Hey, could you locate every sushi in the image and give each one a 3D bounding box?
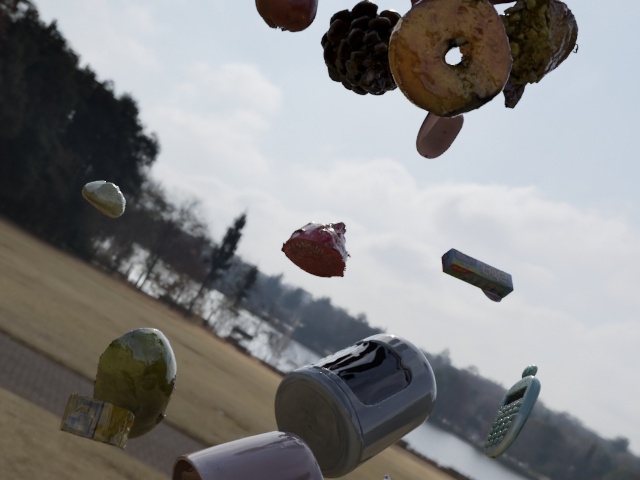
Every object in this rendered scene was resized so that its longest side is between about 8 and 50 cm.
[{"bbox_3d":[0.469,-0.444,1.932,0.167,0.179,0.296,54,-22,8],"label":"sushi"}]

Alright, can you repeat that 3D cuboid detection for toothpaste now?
[{"bbox_3d":[0.381,0.088,2.057,0.193,0.070,0.044,23,-45,-23],"label":"toothpaste"}]

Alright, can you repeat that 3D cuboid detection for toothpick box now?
[{"bbox_3d":[0.087,0.311,1.638,0.229,0.229,0.316,25,29,37],"label":"toothpick box"}]

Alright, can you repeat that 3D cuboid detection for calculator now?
[{"bbox_3d":[0.272,0.239,1.196,0.021,0.153,0.095,35,-27,1],"label":"calculator"},{"bbox_3d":[0.288,-0.269,2.024,0.103,0.166,0.024,20,18,-30],"label":"calculator"}]

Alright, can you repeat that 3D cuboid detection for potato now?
[{"bbox_3d":[-0.349,0.299,1.660,0.160,0.272,0.111,-10,42,-33],"label":"potato"}]

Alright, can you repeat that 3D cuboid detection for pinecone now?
[{"bbox_3d":[0.127,-0.485,2.158,0.244,0.244,0.309,32,8,-27],"label":"pinecone"}]

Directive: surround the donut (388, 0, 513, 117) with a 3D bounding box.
[{"bbox_3d":[0.245,-0.355,1.624,0.253,0.254,0.118,32,-10,-24],"label":"donut"}]

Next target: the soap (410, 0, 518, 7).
[{"bbox_3d":[0.385,-0.665,1.981,0.359,0.233,0.128,-2,-31,21],"label":"soap"}]

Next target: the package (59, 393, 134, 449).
[{"bbox_3d":[-0.392,0.323,1.514,0.131,0.071,0.047,26,-26,-24],"label":"package"}]

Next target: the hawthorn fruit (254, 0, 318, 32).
[{"bbox_3d":[-0.067,-0.545,1.877,0.148,0.172,0.148,22,11,-4],"label":"hawthorn fruit"}]

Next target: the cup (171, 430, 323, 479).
[{"bbox_3d":[-0.095,0.416,1.347,0.200,0.192,0.253,-11,12,-30],"label":"cup"}]

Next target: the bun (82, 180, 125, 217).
[{"bbox_3d":[-0.397,-0.081,1.581,0.086,0.055,0.086,33,-12,8],"label":"bun"}]

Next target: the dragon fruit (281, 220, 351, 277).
[{"bbox_3d":[0.000,0.000,1.856,0.153,0.111,0.153,16,-34,12],"label":"dragon fruit"}]

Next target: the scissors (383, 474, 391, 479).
[{"bbox_3d":[0.140,0.548,1.625,0.015,0.189,0.100,-15,-40,22],"label":"scissors"}]
